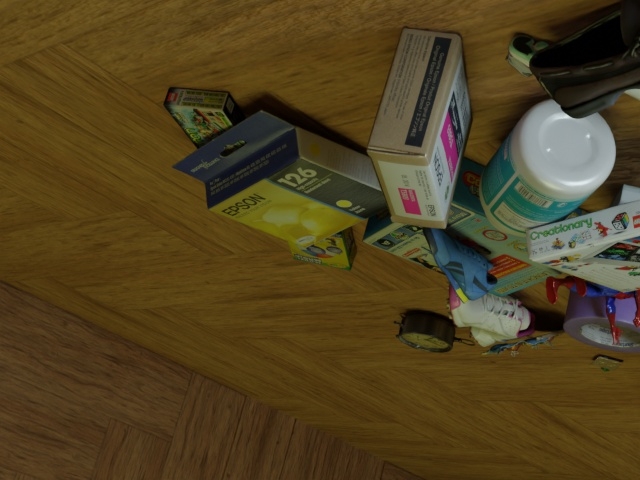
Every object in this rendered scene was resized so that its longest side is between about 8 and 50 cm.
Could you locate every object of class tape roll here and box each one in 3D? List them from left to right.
[{"bbox_3d":[0.578,0.151,2.210,0.189,0.080,0.189,13,159,5],"label":"tape roll"}]

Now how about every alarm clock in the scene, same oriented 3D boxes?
[{"bbox_3d":[0.269,0.219,2.631,0.192,0.064,0.129,14,159,11],"label":"alarm clock"}]

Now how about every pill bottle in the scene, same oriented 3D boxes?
[{"bbox_3d":[0.322,-0.094,1.665,0.146,0.146,0.264,17,160,-3],"label":"pill bottle"}]

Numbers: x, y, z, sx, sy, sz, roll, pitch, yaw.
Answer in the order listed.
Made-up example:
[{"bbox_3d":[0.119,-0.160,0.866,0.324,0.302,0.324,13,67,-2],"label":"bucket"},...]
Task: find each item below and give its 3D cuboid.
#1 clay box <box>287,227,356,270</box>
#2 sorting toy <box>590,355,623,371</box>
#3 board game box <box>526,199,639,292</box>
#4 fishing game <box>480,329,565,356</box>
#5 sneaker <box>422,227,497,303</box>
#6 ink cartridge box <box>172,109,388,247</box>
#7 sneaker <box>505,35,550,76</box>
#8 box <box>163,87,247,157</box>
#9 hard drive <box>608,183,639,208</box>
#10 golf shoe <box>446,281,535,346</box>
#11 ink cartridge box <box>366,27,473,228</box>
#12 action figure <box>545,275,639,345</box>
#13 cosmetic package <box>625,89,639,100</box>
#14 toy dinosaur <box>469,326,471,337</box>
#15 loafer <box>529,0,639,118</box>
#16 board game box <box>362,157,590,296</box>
[{"bbox_3d":[0.000,0.000,2.274,0.127,0.053,0.222,11,158,13],"label":"clay box"},{"bbox_3d":[0.656,0.285,2.595,0.062,0.012,0.083,11,156,-1],"label":"sorting toy"},{"bbox_3d":[0.474,0.015,1.705,0.193,0.053,0.305,-17,158,37],"label":"board game box"},{"bbox_3d":[0.454,0.226,2.429,0.189,0.041,0.264,-11,171,-25],"label":"fishing game"},{"bbox_3d":[0.241,0.028,1.929,0.082,0.069,0.209,-27,135,13],"label":"sneaker"},{"bbox_3d":[-0.060,-0.097,1.964,0.307,0.072,0.303,19,155,-31],"label":"ink cartridge box"},{"bbox_3d":[0.292,-0.234,1.486,0.098,0.038,0.069,23,162,4],"label":"sneaker"},{"bbox_3d":[-0.175,-0.190,1.932,0.114,0.036,0.207,7,158,22],"label":"box"},{"bbox_3d":[0.620,-0.003,1.834,0.307,0.040,0.203,13,160,5],"label":"hard drive"},{"bbox_3d":[0.352,0.137,2.319,0.140,0.115,0.306,-4,161,25],"label":"golf shoe"},{"bbox_3d":[0.145,-0.151,1.577,0.088,0.193,0.235,10,159,16],"label":"ink cartridge box"},{"bbox_3d":[0.515,0.119,2.011,0.091,0.139,0.280,-17,169,41],"label":"action figure"},{"bbox_3d":[0.498,-0.184,1.427,0.239,0.060,0.099,23,159,-19],"label":"cosmetic package"},{"bbox_3d":[0.383,0.204,2.576,0.082,0.047,0.090,3,-169,9],"label":"toy dinosaur"},{"bbox_3d":[0.362,-0.236,1.316,0.095,0.109,0.302,33,149,-15],"label":"loafer"},{"bbox_3d":[0.276,-0.018,1.980,0.302,0.086,0.308,22,159,-17],"label":"board game box"}]
